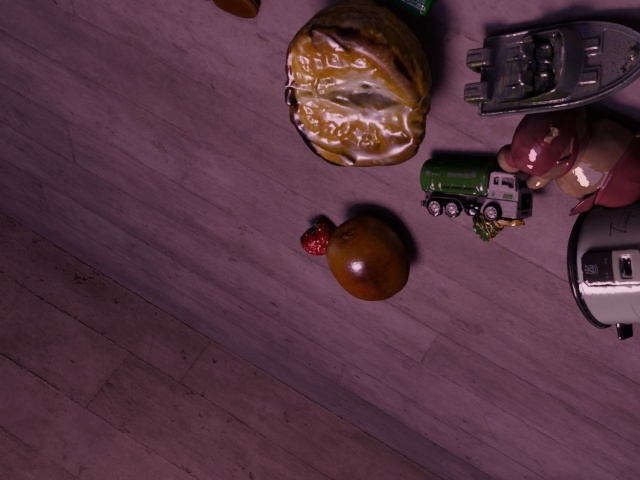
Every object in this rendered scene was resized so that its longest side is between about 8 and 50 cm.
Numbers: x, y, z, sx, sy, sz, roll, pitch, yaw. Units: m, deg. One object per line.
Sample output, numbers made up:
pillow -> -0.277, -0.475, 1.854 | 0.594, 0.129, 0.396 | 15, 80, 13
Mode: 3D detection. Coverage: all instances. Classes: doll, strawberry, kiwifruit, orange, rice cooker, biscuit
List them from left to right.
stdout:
biscuit -> -0.207, -0.512, 1.582 | 0.175, 0.026, 0.124 | 24, 173, -10
strawberry -> 0.000, 0.000, 2.070 | 0.106, 0.106, 0.106 | 25, 148, 17
orange -> 0.085, -0.303, 1.456 | 0.271, 0.210, 0.368 | 17, 144, 16
kiwifruit -> 0.125, 0.052, 1.932 | 0.196, 0.196, 0.234 | -1, 138, 45
doll -> 0.389, -0.055, 1.671 | 0.113, 0.076, 0.078 | -37, 113, 28
doll -> 0.460, -0.148, 1.363 | 0.256, 0.152, 0.196 | 24, 140, -3
rice cooker -> 0.580, 0.044, 1.429 | 0.227, 0.241, 0.280 | -6, 92, 45

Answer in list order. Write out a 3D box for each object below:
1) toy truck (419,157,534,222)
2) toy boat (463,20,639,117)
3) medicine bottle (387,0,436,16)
toy truck -> 0.319, -0.107, 1.600 | 0.243, 0.101, 0.124 | 10, 100, 38
toy boat -> 0.388, -0.285, 1.256 | 0.320, 0.141, 0.092 | 0, 172, 41
medicine bottle -> 0.064, -0.486, 1.354 | 0.309, 0.076, 0.111 | 29, 156, 8
